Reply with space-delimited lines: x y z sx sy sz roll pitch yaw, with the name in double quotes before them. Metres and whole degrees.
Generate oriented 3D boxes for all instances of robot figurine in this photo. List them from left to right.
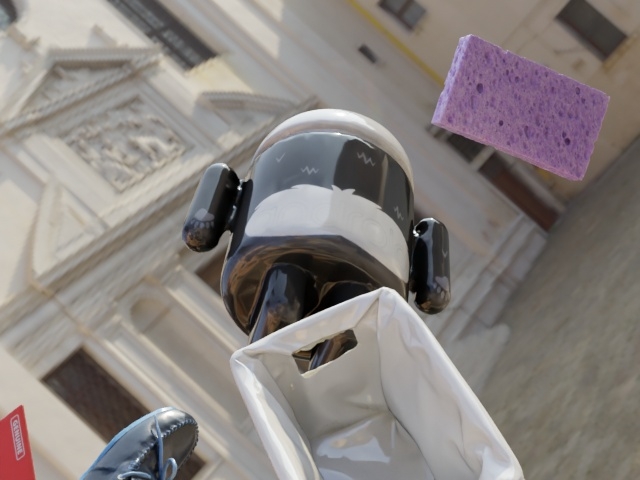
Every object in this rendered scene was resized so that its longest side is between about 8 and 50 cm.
"robot figurine" 0.001 0.002 0.924 0.173 0.209 0.278 -24 37 29

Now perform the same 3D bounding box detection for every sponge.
"sponge" 0.252 -0.163 1.231 0.031 0.210 0.117 -178 107 -73

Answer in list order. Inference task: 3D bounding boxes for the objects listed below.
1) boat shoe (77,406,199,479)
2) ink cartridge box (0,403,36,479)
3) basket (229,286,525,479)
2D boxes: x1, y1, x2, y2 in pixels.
"boat shoe" -0.200 0.277 1.014 0.258 0.089 0.109 -47 -42 -40
"ink cartridge box" -0.419 0.352 1.117 0.239 0.275 0.060 -38 -40 17
"basket" 0.033 0.127 0.561 0.113 0.167 0.103 -22 -50 -9
